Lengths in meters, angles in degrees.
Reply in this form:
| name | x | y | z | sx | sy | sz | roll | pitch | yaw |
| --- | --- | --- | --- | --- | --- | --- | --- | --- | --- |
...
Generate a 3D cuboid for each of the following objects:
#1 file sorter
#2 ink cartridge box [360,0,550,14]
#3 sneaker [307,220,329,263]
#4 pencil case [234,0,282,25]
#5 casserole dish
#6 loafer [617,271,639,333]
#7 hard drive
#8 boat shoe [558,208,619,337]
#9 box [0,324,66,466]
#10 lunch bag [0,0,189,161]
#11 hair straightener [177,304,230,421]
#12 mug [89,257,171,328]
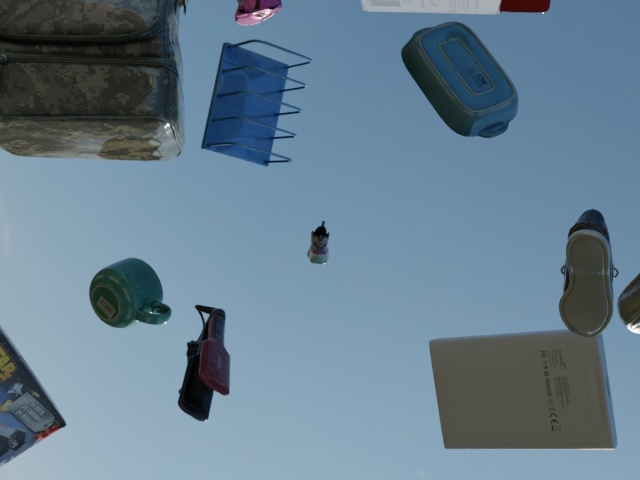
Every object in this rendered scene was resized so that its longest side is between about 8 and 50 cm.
| name | x | y | z | sx | sy | sz | roll | pitch | yaw |
| --- | --- | --- | --- | --- | --- | --- | --- | --- | --- |
| file sorter | -0.094 | -0.210 | 1.368 | 0.104 | 0.118 | 0.170 | 7 | -96 | 57 |
| ink cartridge box | 0.195 | -0.481 | 1.228 | 0.130 | 0.271 | 0.310 | 5 | 88 | -81 |
| sneaker | 0.000 | 0.000 | 1.501 | 0.098 | 0.038 | 0.069 | -132 | -134 | -80 |
| pencil case | -0.130 | -0.473 | 1.496 | 0.095 | 0.098 | 0.209 | -14 | -86 | 41 |
| casserole dish | 0.186 | -0.218 | 1.169 | 0.188 | 0.114 | 0.037 | 59 | -22 | 19 |
| loafer | 0.452 | -0.018 | 0.976 | 0.319 | 0.112 | 0.111 | -44 | -135 | 23 |
| hard drive | 0.402 | 0.304 | 1.800 | 0.353 | 0.047 | 0.233 | -8 | -90 | 31 |
| boat shoe | 0.450 | 0.059 | 1.501 | 0.095 | 0.079 | 0.255 | 4 | -46 | 26 |
| box | -0.227 | 0.098 | 0.555 | 0.027 | 0.094 | 0.137 | 45 | -22 | 38 |
| lunch bag | -0.351 | -0.266 | 1.323 | 0.212 | 0.305 | 0.256 | 101 | -11 | -76 |
| hair straightener | -0.148 | 0.142 | 1.047 | 0.089 | 0.047 | 0.230 | -51 | -159 | 13 |
| mug | -0.380 | 0.107 | 1.749 | 0.157 | 0.097 | 0.130 | -3 | -76 | 32 |
